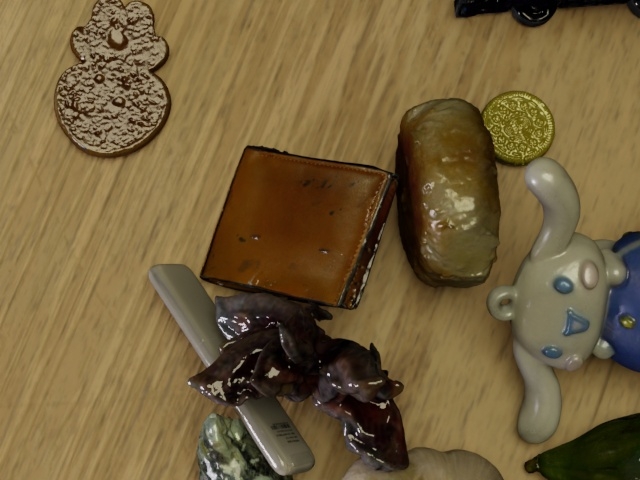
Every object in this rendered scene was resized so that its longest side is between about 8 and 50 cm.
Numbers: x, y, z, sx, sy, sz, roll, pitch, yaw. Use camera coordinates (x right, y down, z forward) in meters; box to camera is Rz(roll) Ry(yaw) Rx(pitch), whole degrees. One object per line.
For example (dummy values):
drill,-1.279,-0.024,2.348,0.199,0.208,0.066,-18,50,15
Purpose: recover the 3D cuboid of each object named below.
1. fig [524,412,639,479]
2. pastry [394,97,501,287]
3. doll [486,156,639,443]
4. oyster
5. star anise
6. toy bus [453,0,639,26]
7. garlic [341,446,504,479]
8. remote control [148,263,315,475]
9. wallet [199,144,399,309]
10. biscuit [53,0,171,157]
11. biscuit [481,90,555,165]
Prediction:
fig,0.298,0.233,1.934,0.177,0.117,0.117,0,78,4
pastry,0.128,-0.048,1.937,0.093,0.182,0.192,-2,76,-7
doll,0.292,0.030,1.925,0.242,0.159,0.311,-9,119,13
oyster,-0.044,0.312,1.910,0.199,0.087,0.252,12,89,-1
star anise,-0.012,0.124,1.852,0.212,0.283,0.129,24,95,-26
toy bus,0.282,-0.334,2.035,0.287,0.138,0.175,-4,79,-5
garlic,0.109,0.305,1.864,0.228,0.152,0.228,7,63,-14
remote control,-0.093,0.131,1.925,0.029,0.067,0.261,-43,70,22
wallet,-0.023,-0.011,1.951,0.195,0.042,0.161,9,71,35
biscuit,-0.217,-0.171,2.019,0.124,0.026,0.175,9,77,-3
biscuit,0.211,-0.121,2.041,0.084,0.023,0.084,1,78,-4
